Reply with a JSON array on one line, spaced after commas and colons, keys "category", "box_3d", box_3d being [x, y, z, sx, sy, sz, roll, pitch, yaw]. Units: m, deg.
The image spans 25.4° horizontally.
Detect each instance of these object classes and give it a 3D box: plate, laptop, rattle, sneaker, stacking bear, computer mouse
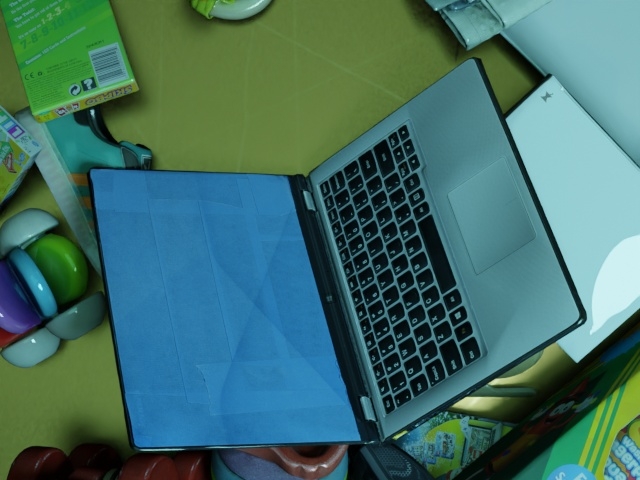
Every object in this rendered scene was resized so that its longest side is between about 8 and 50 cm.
[{"category": "plate", "box_3d": [0.383, -0.272, 1.725, 0.278, 0.045, 0.277, -44, 91, -2]}, {"category": "laptop", "box_3d": [0.000, 0.000, 1.497, 0.408, 0.236, 0.382, -35, 49, 23]}, {"category": "rattle", "box_3d": [-0.077, -0.348, 1.669, 0.200, 0.143, 0.130, -20, 71, 4]}, {"category": "sneaker", "box_3d": [-0.236, -0.048, 1.666, 0.121, 0.108, 0.302, -30, 90, 0]}, {"category": "stacking bear", "box_3d": [-0.050, 0.283, 1.603, 0.175, 0.164, 0.289, 17, 129, 16]}, {"category": "computer mouse", "box_3d": [0.092, 0.281, 1.573, 0.072, 0.188, 0.272, -12, 45, -23]}]

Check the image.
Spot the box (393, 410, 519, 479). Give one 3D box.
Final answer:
[{"category": "box", "box_3d": [0.139, 0.317, 1.671, 0.159, 0.044, 0.233, 10, 81, 12]}]

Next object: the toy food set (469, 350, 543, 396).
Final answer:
[{"category": "toy food set", "box_3d": [0.193, 0.117, 1.653, 0.132, 0.192, 0.038, 1, 52, 9]}]

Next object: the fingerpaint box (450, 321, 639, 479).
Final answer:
[{"category": "fingerpaint box", "box_3d": [0.414, 0.353, 1.600, 0.371, 0.163, 0.445, -36, 94, -15]}]

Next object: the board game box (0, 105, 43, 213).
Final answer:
[{"category": "board game box", "box_3d": [-0.393, -0.095, 1.651, 0.103, 0.154, 0.026, 43, 44, 0]}]

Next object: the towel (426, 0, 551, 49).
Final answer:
[{"category": "towel", "box_3d": [0.220, -0.426, 1.690, 0.324, 0.056, 0.312, -33, 79, -1]}]

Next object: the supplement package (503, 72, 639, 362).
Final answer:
[{"category": "supplement package", "box_3d": [0.280, -0.030, 1.646, 0.204, 0.145, 0.262, -43, 90, 10]}]

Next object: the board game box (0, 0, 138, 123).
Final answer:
[{"category": "board game box", "box_3d": [-0.309, -0.270, 1.672, 0.124, 0.039, 0.259, -19, 71, -3]}]

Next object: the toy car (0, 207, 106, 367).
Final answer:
[{"category": "toy car", "box_3d": [-0.350, 0.063, 1.627, 0.182, 0.136, 0.159, -30, 90, 29]}]

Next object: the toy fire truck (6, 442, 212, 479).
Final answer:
[{"category": "toy fire truck", "box_3d": [-0.229, 0.356, 1.568, 0.169, 0.302, 0.253, 0, 84, 18]}]
